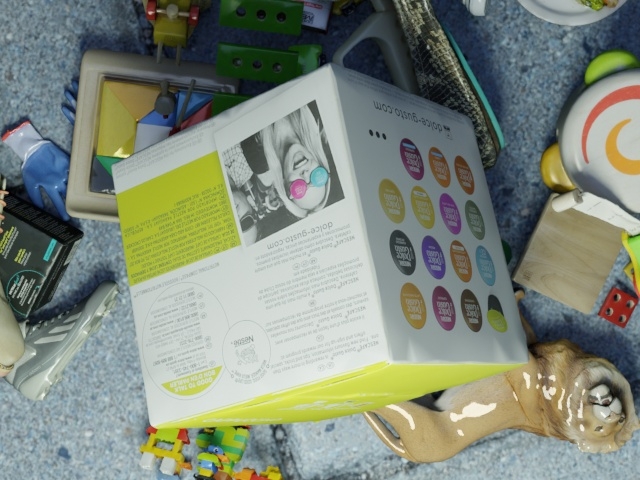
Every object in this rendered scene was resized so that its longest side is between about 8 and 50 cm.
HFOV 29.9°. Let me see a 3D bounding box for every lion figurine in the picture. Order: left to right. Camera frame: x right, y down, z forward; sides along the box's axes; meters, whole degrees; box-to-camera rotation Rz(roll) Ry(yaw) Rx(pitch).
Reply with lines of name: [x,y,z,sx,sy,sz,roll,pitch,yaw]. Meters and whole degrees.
lion figurine: [0.220,0.220,1.645,0.392,0.142,0.240,-20,98,15]

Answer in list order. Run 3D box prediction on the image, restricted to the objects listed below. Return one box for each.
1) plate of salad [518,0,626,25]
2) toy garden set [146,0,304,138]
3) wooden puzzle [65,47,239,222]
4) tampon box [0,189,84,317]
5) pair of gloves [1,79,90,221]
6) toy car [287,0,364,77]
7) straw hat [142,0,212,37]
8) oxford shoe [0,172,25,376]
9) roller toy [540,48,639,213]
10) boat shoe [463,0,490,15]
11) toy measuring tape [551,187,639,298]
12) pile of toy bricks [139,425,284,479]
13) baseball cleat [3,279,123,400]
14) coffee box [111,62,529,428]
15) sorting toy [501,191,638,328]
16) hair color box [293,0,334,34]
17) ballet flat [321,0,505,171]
plate of salad: [0.351,-0.399,1.662,0.199,0.048,0.200,0,91,2]
toy garden set: [-0.135,-0.216,1.611,0.203,0.049,0.244,7,114,-3]
wooden puzzle: [-0.234,-0.139,1.668,0.221,0.044,0.239,7,90,-6]
tampon box: [-0.433,0.009,1.651,0.161,0.101,0.120,29,101,1]
pair of gloves: [-0.344,-0.132,1.694,0.198,0.023,0.159,-37,90,2]
toy car: [-0.024,-0.286,1.670,0.239,0.053,0.225,-1,91,2]
straw hat: [-0.185,-0.344,1.663,0.061,0.144,0.144,-12,90,-39]
oxford shoe: [-0.461,-0.018,1.530,0.146,0.140,0.397,-25,98,3]
roller toy: [0.416,-0.136,1.615,0.191,0.146,0.209,24,101,1]
boat shoe: [0.209,-0.420,1.658,0.075,0.083,0.226,6,79,13]
toy measuring tape: [0.432,0.032,1.579,0.330,0.121,0.121,20,91,-32]
pile of toy bricks: [-0.132,0.300,1.666,0.212,0.118,0.105,10,62,17]
baseball cleat: [-0.372,0.123,1.673,0.109,0.072,0.206,36,89,5]
coffee box: [0.001,0.031,1.439,0.338,0.337,0.334,-20,74,32]
sorting toy: [0.344,0.019,1.654,0.274,0.046,0.132,23,94,-20]
hair color box: [-0.010,-0.356,1.619,0.072,0.043,0.141,14,90,1]
ballet flat: [0.093,-0.286,1.566,0.182,0.164,0.483,-23,108,-6]
